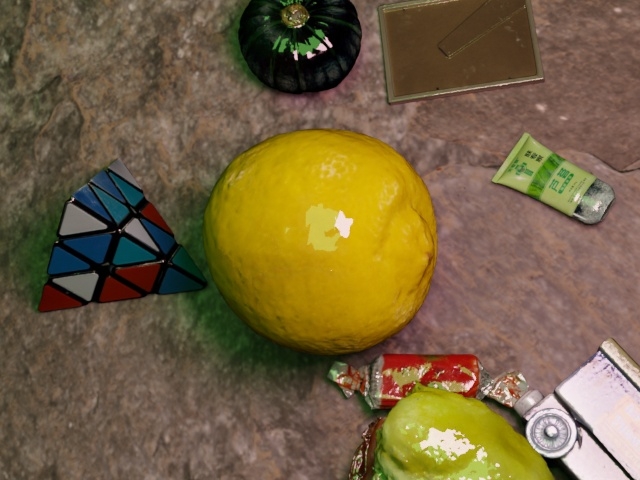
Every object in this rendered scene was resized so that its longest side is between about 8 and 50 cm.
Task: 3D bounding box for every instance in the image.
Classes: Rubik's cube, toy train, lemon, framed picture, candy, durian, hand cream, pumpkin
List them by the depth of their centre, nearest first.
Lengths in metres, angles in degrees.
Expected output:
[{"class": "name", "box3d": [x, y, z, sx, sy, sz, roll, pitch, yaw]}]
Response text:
[{"class": "durian", "box3d": [0.192, 0.350, 1.531, 0.256, 0.204, 0.339, 0, 84, -17]}, {"class": "toy train", "box3d": [0.412, 0.289, 1.595, 0.202, 0.131, 0.299, -38, 69, -7]}, {"class": "lemon", "box3d": [0.000, 0.000, 1.669, 0.348, 0.348, 0.348, -3, 70, 9]}, {"class": "candy", "box3d": [0.153, 0.206, 1.709, 0.292, 0.059, 0.086, -1, 69, 9]}, {"class": "hand cream", "box3d": [0.357, -0.088, 1.784, 0.175, 0.046, 0.095, 32, 81, 21]}, {"class": "Rubik's cube", "box3d": [-0.341, 0.053, 1.854, 0.250, 0.284, 0.234, 43, 104, -12]}, {"class": "pumpkin", "box3d": [-0.032, -0.329, 1.890, 0.202, 0.140, 0.202, -2, 70, 6]}, {"class": "framed picture", "box3d": [0.223, -0.318, 1.907, 0.250, 0.016, 0.184, -9, 69, 6]}]

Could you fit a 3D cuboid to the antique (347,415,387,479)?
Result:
[{"class": "antique", "box3d": [0.072, 0.396, 1.641, 0.093, 0.087, 0.310, 12, 74, 15]}]
